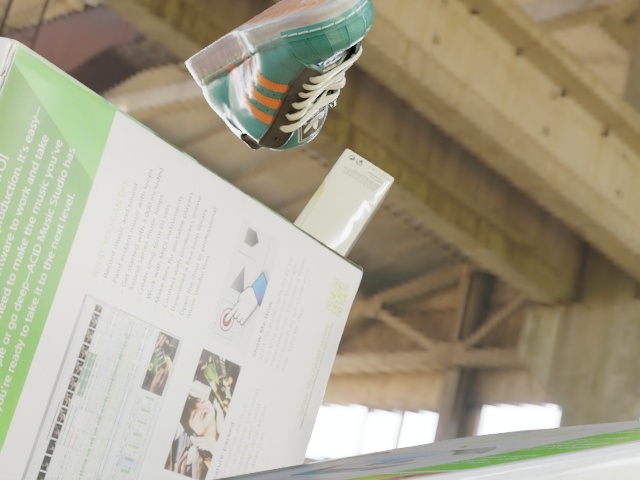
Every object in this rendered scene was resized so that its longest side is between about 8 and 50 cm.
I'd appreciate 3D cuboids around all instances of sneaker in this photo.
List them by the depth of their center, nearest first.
[{"bbox_3d":[-0.018,-0.149,1.288,0.121,0.108,0.302,58,-21,-9],"label":"sneaker"}]

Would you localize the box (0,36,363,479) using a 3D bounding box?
[{"bbox_3d":[-0.103,0.069,0.720,0.058,0.232,0.322,10,-13,31],"label":"box"}]

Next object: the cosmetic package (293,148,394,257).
[{"bbox_3d":[0.000,0.000,0.987,0.041,0.115,0.060,33,-32,3],"label":"cosmetic package"}]

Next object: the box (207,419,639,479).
[{"bbox_3d":[0.059,0.147,0.588,0.231,0.127,0.262,-6,-7,-24],"label":"box"}]
